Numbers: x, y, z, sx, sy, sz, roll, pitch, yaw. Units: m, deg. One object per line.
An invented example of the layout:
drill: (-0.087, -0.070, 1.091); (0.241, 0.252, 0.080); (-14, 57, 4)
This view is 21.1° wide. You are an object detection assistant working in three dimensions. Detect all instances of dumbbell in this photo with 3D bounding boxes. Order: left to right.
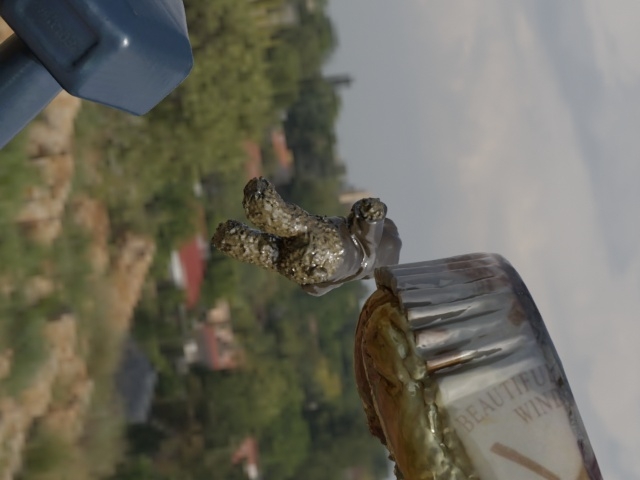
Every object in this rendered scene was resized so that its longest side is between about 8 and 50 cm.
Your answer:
dumbbell: (-0.246, -0.093, 1.251); (0.160, 0.325, 0.144); (16, 41, -58)

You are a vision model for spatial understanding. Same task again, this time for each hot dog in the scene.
hot dog: (0.075, 0.133, 0.631); (0.144, 0.075, 0.268); (107, -37, -78)

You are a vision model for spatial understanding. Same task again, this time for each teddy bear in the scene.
teddy bear: (0.000, 0.006, 1.431); (0.119, 0.160, 0.078); (-55, -143, 39)
